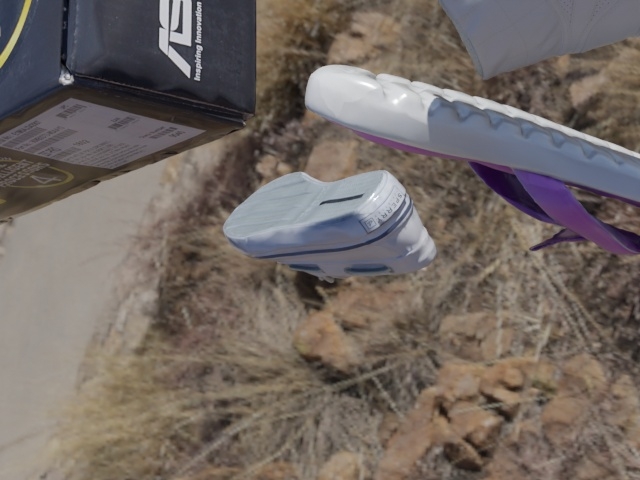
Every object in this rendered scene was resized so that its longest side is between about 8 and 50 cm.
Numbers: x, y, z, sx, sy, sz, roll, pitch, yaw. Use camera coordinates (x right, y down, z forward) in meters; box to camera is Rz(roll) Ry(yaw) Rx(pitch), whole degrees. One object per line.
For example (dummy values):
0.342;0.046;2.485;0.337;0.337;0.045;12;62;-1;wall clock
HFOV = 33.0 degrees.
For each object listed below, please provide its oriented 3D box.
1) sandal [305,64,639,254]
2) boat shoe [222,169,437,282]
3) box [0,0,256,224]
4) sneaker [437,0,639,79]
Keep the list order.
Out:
0.180;-0.046;0.897;0.169;0.417;0.102;-94;22;-75;sandal
0.000;0.000;0.818;0.083;0.075;0.226;-46;21;-18;boat shoe
-0.178;-0.173;0.582;0.395;0.097;0.318;-13;72;50;box
0.130;-0.228;0.699;0.169;0.292;0.108;-19;42;3;sneaker
